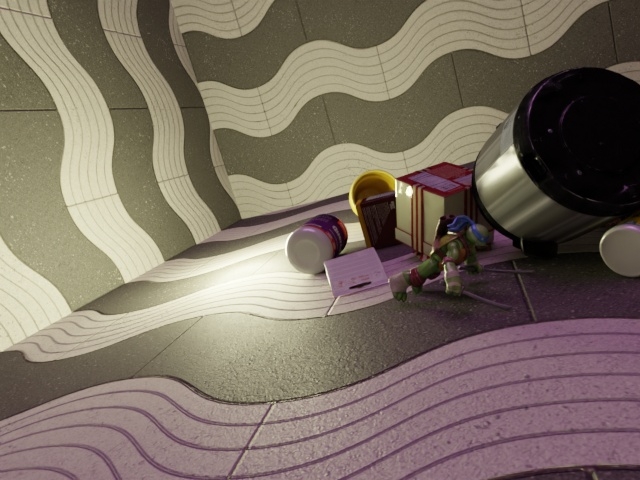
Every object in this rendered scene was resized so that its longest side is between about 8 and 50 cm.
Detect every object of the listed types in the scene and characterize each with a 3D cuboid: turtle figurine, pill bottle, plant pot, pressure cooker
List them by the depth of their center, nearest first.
[{"bbox_3d":[0.719,-0.009,1.033,0.208,0.117,0.118,-23,13,-31],"label":"pill bottle"},{"bbox_3d":[0.322,0.095,1.140,0.266,0.275,0.197,-32,21,41],"label":"turtle figurine"},{"bbox_3d":[0.597,-0.185,1.208,0.370,0.375,0.420,-37,-10,-12],"label":"pressure cooker"},{"bbox_3d":[0.000,0.000,1.837,0.182,0.181,0.323,-12,13,22],"label":"pill bottle"},{"bbox_3d":[0.265,-0.211,2.379,0.254,0.253,0.239,-17,-3,-3],"label":"plant pot"}]

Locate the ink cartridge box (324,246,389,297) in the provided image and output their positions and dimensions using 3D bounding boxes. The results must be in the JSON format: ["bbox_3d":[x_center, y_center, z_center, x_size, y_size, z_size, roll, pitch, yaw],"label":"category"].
[{"bbox_3d":[0.115,0.116,1.511,0.181,0.056,0.224,-16,30,0],"label":"ink cartridge box"}]

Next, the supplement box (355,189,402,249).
[{"bbox_3d":[0.260,-0.083,1.844,0.194,0.191,0.129,-14,12,15],"label":"supplement box"}]

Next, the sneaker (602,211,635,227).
[{"bbox_3d":[0.841,-0.084,1.281,0.148,0.131,0.350,-50,26,4],"label":"sneaker"}]

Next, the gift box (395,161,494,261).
[{"bbox_3d":[0.393,-0.071,1.475,0.255,0.258,0.276,-19,31,-20],"label":"gift box"}]
